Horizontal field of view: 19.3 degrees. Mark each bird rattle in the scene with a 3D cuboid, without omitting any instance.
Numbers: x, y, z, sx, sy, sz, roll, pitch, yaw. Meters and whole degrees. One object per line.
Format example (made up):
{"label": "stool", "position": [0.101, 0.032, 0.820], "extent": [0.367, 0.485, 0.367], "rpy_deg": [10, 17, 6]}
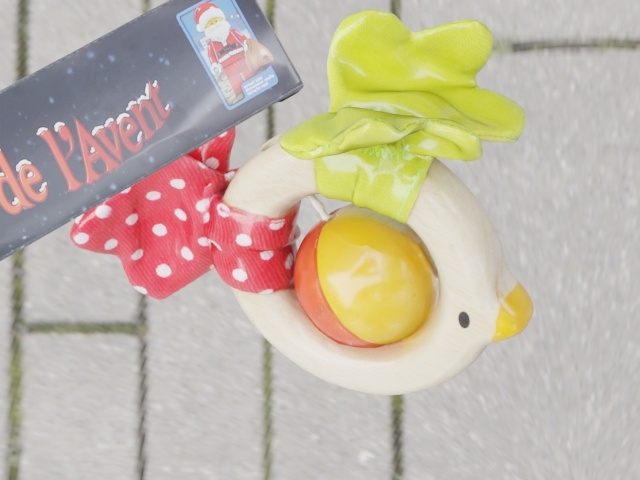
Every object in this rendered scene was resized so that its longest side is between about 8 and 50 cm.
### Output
{"label": "bird rattle", "position": [0.000, 0.000, 1.015], "extent": [0.253, 0.143, 0.207], "rpy_deg": [-28, 103, 30]}

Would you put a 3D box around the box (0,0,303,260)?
{"label": "box", "position": [-0.135, -0.001, 0.590], "extent": [0.233, 0.159, 0.044], "rpy_deg": [-32, 98, -22]}
